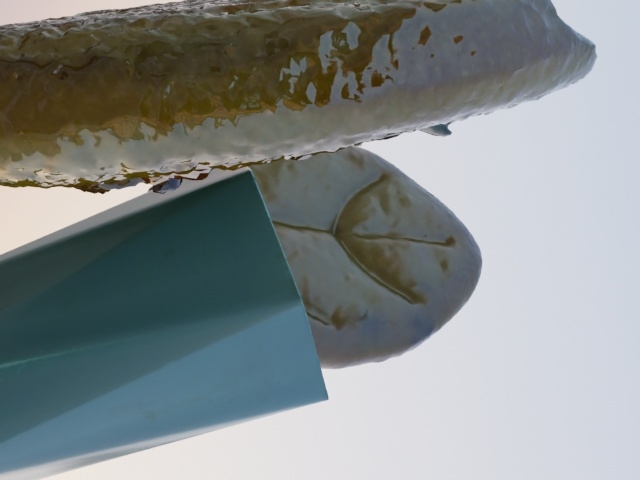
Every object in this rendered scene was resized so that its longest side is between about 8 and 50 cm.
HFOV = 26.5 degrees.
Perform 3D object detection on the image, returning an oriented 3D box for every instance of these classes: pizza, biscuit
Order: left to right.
[{"bbox_3d":[-0.048,-0.064,0.575,0.257,0.087,0.268,-3,-170,32],"label":"pizza"},{"bbox_3d":[0.002,-0.004,0.924,0.041,0.260,0.203,-55,-141,41],"label":"biscuit"}]

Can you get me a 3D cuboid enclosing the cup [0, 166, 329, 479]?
[{"bbox_3d":[-0.129,0.058,0.729,0.235,0.148,0.134,-21,-141,-4],"label":"cup"}]
